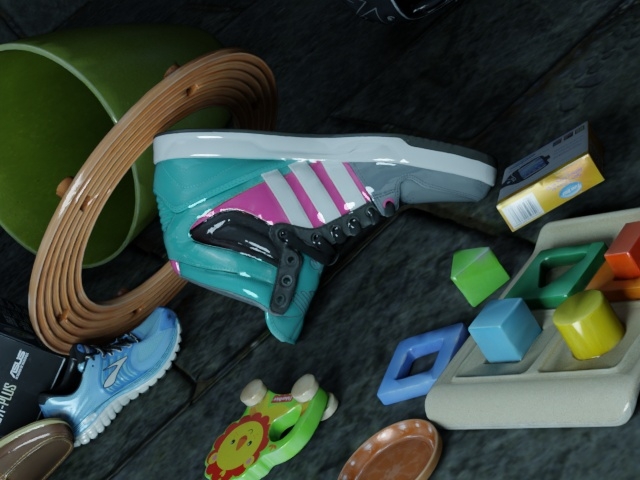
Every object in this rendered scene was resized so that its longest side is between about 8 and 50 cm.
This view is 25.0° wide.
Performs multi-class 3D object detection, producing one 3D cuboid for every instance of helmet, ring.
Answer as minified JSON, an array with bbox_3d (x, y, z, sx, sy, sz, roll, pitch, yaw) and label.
[{"bbox_3d":[0.088,-0.329,1.675,0.161,0.169,0.169,-22,22,-3],"label":"helmet"},{"bbox_3d":[-0.157,-0.038,1.355,0.336,0.032,0.336,-47,-19,-22],"label":"ring"}]

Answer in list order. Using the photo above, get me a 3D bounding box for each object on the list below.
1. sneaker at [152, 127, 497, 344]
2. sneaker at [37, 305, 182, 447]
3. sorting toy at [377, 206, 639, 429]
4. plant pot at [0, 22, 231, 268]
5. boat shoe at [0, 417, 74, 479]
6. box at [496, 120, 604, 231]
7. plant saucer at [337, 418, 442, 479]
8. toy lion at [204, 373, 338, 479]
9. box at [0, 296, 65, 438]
[{"bbox_3d":[0.000,0.000,1.225,0.295,0.178,0.124,2,-5,5],"label":"sneaker"},{"bbox_3d":[-0.197,0.117,1.351,0.162,0.073,0.063,-46,23,-20],"label":"sneaker"},{"bbox_3d":[0.171,0.040,0.972,0.348,0.047,0.196,-10,35,49],"label":"sorting toy"},{"bbox_3d":[-0.237,-0.153,1.739,0.275,0.275,0.293,-18,14,41],"label":"plant pot"},{"bbox_3d":[-0.289,0.231,1.301,0.178,0.064,0.060,-38,52,3],"label":"boat shoe"},{"bbox_3d":[0.183,-0.054,1.136,0.081,0.028,0.136,-31,7,18],"label":"box"},{"bbox_3d":[0.048,0.156,0.979,0.083,0.013,0.083,-32,23,16],"label":"plant saucer"},{"bbox_3d":[-0.044,0.152,1.110,0.100,0.034,0.096,-12,40,47],"label":"toy lion"},{"bbox_3d":[-0.330,0.144,1.425,0.147,0.077,0.180,-65,23,3],"label":"box"}]
